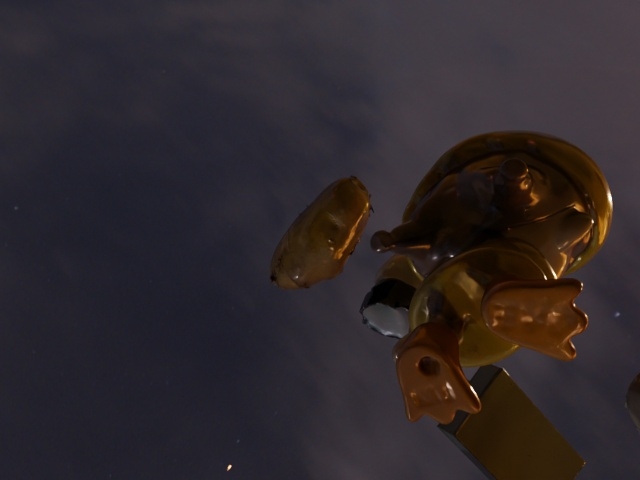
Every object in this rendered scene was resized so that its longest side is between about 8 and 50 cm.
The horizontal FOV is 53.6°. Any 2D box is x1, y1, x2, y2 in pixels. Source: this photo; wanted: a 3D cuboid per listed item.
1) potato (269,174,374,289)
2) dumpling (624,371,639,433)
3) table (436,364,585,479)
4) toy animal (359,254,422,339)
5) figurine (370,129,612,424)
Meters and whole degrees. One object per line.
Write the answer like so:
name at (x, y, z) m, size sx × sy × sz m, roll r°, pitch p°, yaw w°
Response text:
potato at (0.000, 0.000, 1.340) m, size 0.140 × 0.300 × 0.173 m, roll 28°, pitch -151°, yaw -23°
dumpling at (0.217, 0.097, 0.377) m, size 0.057 × 0.076 × 0.052 m, roll -25°, pitch -160°, yaw 0°
table at (0.273, 0.300, 0.969) m, size 0.121 × 0.111 × 0.240 m, roll -48°, pitch -69°, yaw -14°
toy animal at (0.188, 0.123, 1.393) m, size 0.165 × 0.138 × 0.179 m, roll 21°, pitch -122°, yaw 14°
figurine at (0.165, 0.012, 0.587) m, size 0.187 × 0.215 × 0.344 m, roll 62°, pitch -155°, yaw -13°
